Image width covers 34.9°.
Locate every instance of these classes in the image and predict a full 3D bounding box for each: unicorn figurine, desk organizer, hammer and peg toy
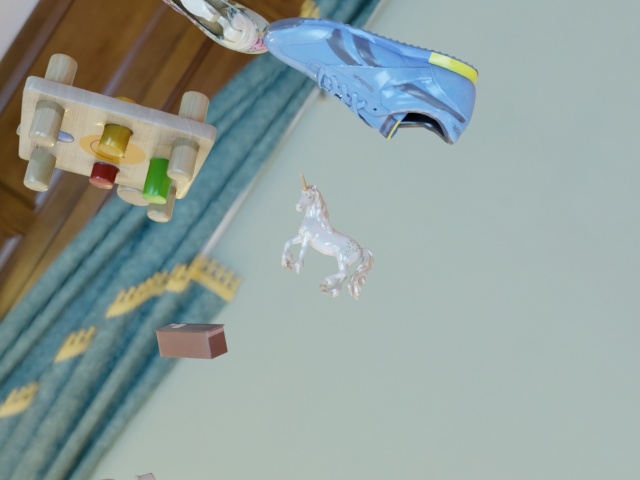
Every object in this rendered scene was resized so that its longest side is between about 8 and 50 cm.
[{"bbox_3d":[0.000,0.000,1.333,0.162,0.111,0.060,34,174,-19],"label":"unicorn figurine"},{"bbox_3d":[-0.225,0.175,1.775,0.130,0.050,0.047,-2,-169,38],"label":"desk organizer"},{"bbox_3d":[-0.313,-0.121,1.473,0.266,0.127,0.361,15,160,-14],"label":"hammer and peg toy"}]

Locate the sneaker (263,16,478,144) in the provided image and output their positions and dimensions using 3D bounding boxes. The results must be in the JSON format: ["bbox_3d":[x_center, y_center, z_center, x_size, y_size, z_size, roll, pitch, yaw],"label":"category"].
[{"bbox_3d":[0.041,-0.147,0.949,0.209,0.082,0.069,17,171,3],"label":"sneaker"}]

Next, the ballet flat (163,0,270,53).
[{"bbox_3d":[-0.169,-0.361,1.640,0.221,0.077,0.079,30,-163,-21],"label":"ballet flat"}]

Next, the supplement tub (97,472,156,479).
[{"bbox_3d":[-0.332,0.428,1.343,0.191,0.272,0.191,166,90,-75],"label":"supplement tub"}]
